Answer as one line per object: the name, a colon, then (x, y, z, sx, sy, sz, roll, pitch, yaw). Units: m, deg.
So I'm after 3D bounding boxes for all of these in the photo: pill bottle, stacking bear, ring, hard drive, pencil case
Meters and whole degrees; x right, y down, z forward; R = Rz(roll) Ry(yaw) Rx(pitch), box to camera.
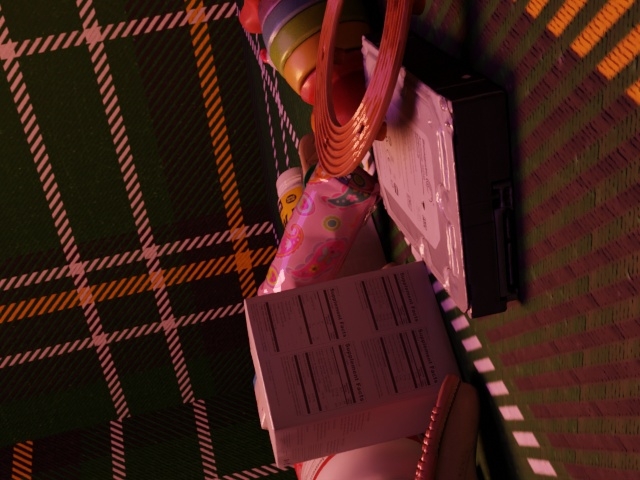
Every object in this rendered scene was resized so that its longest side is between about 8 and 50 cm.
pill bottle: (0.080, 0.388, 1.518, 0.408, 0.228, 0.229, -123, 22, -70)
stacking bear: (0.008, -0.255, 1.278, 0.175, 0.164, 0.289, 71, 173, -74)
ring: (0.052, -0.237, 1.043, 0.336, 0.032, 0.337, -172, 90, -76)
hard drive: (0.124, -0.091, 1.028, 0.339, 0.064, 0.237, -119, 18, -63)
pill bottle: (-0.028, -0.055, 2.027, 0.119, 0.119, 0.209, 88, 168, -54)
pencil case: (0.000, 0.000, 1.485, 0.284, 0.124, 0.124, -63, 24, 22)

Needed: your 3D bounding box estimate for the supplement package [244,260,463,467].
supplement package: (0.041, 0.181, 1.322, 0.199, 0.262, 0.198, 92, 164, -62)

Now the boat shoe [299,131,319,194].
boat shoe: (0.013, -0.073, 1.787, 0.092, 0.102, 0.285, 81, 177, -67)

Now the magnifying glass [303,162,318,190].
magnifying glass: (0.041, -0.045, 1.709, 0.026, 0.092, 0.231, 102, 145, -66)

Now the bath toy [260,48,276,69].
bath toy: (-0.057, -0.438, 1.576, 0.151, 0.128, 0.348, -58, -30, -48)

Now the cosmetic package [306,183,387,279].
cosmetic package: (0.050, 0.002, 1.607, 0.060, 0.098, 0.239, 92, 164, -62)

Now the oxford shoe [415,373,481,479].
oxford shoe: (0.187, 0.368, 1.138, 0.140, 0.146, 0.397, 20, -107, -77)

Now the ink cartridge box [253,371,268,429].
ink cartridge box: (-0.015, 0.270, 1.888, 0.270, 0.197, 0.198, -124, 50, -77)

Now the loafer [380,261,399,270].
loafer: (0.109, 0.071, 1.459, 0.148, 0.056, 0.050, 129, 129, -68)
